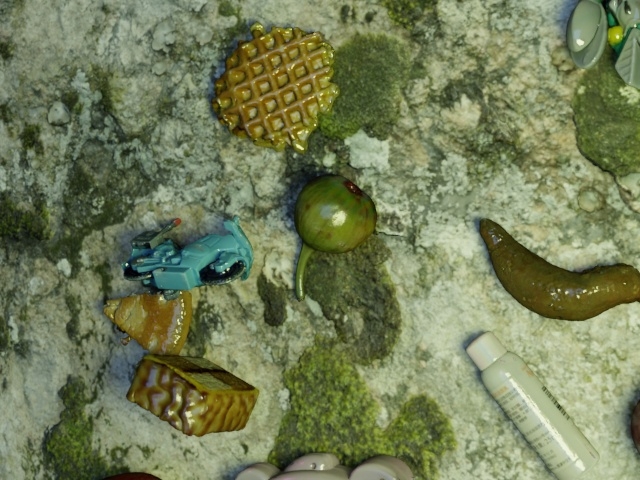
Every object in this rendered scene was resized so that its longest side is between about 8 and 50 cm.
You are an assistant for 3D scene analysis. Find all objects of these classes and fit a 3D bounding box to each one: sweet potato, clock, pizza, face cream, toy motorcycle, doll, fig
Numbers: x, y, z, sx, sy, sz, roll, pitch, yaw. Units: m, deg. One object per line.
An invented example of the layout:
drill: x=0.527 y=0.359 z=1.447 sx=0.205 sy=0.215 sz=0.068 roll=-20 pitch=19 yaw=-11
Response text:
sweet potato: x=0.392 y=0.068 z=1.239 sx=0.310 sy=0.098 sz=0.124 roll=19 pitch=72 yaw=19
clock: x=0.003 y=0.522 z=1.328 sx=0.322 sy=0.113 sz=0.295 roll=-2 pitch=87 yaw=19
pizza: x=-0.338 y=0.155 z=1.477 sx=0.194 sy=0.069 sz=0.154 roll=12 pitch=91 yaw=24
face cream: x=0.342 y=0.268 z=1.251 sx=0.082 sy=0.082 sz=0.269 roll=-39 pitch=77 yaw=12
toy motorcycle: x=-0.233 y=0.031 z=1.404 sx=0.272 sy=0.182 sz=0.123 roll=1 pitch=118 yaw=28
doll: x=0.480 y=-0.369 z=1.217 sx=0.195 sy=0.153 sz=0.258 roll=-55 pitch=46 yaw=36
fig: x=0.000 y=0.000 z=1.370 sx=0.149 sy=0.149 sz=0.245 roll=38 pitch=118 yaw=15

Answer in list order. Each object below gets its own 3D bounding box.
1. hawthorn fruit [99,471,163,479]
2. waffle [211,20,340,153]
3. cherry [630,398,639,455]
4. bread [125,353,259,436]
hawthorn fruit: x=-0.365 y=0.520 z=1.406 sx=0.248 sy=0.208 sz=0.208 roll=12 pitch=91 yaw=37
waffle: x=-0.082 y=-0.290 z=1.432 sx=0.243 sy=0.059 sz=0.238 roll=21 pitch=90 yaw=15
cherry: x=0.609 y=0.286 z=1.102 sx=0.285 sy=0.213 sz=0.236 roll=-7 pitch=61 yaw=35
bread: x=-0.225 y=0.271 z=1.357 sx=0.181 sy=0.222 sz=0.096 roll=25 pitch=91 yaw=26
